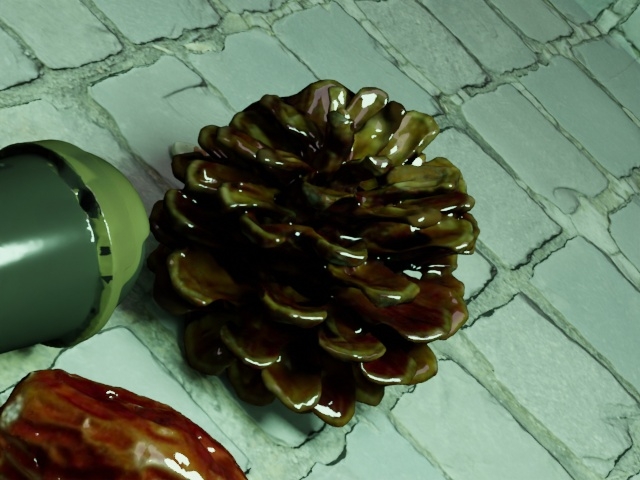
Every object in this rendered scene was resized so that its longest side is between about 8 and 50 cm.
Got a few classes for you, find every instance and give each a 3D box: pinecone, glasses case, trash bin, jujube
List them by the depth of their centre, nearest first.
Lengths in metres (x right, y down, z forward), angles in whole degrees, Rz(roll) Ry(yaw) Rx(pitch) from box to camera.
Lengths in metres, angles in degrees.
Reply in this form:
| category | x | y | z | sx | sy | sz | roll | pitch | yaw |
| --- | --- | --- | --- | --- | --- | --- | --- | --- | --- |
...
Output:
| category | x | y | z | sx | sy | sz | roll | pitch | yaw |
| --- | --- | --- | --- | --- | --- | --- | --- | --- | --- |
| jujube | -0.180 | 0.241 | 1.579 | 0.290 | 0.197 | 0.197 | 37 | 31 | -5 |
| trash bin | -0.312 | 0.017 | 1.697 | 0.214 | 0.214 | 0.334 | 50 | 37 | 15 |
| pinecone | 0.000 | 0.000 | 1.940 | 0.398 | 0.397 | 0.397 | 28 | 33 | -20 |
| glasses case | -0.154 | -0.104 | 2.202 | 0.083 | 0.021 | 0.032 | 20 | 35 | -31 |
